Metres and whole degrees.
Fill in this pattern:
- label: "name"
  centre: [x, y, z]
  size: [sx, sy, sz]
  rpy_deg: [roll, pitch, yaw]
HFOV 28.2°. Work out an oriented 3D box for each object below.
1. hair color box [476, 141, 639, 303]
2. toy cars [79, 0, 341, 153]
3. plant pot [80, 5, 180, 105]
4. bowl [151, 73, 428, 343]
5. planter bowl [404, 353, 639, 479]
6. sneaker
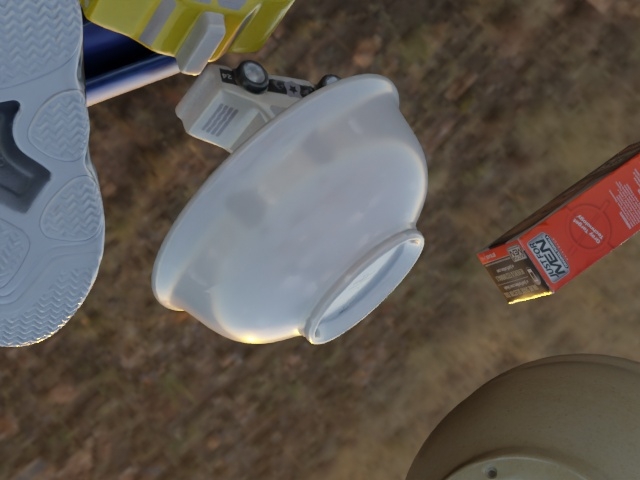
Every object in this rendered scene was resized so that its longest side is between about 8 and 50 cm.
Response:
- label: "hair color box"
  centre: [0.177, -0.017, 0.827]
  size: [0.141, 0.043, 0.072]
  rpy_deg: [-34, -179, -18]
- label: "toy cars"
  centre: [-0.076, -0.153, 1.189]
  size: [0.176, 0.087, 0.394]
  rpy_deg: [-19, 151, 12]
- label: "plant pot"
  centre: [-0.235, -0.265, 1.225]
  size: [0.236, 0.236, 0.212]
  rpy_deg: [-27, 133, -34]
- label: "bowl"
  centre: [0.000, 0.000, 1.173]
  size: [0.298, 0.134, 0.298]
  rpy_deg: [-38, 162, -15]
- label: "planter bowl"
  centre: [0.096, 0.129, 0.520]
  size: [0.162, 0.162, 0.109]
  rpy_deg: [-49, 160, 16]
- label: "sneaker"
  centre: [-0.192, -0.075, 0.812]
  size: [0.101, 0.153, 0.269]
  rpy_deg: [-2, 119, -13]
